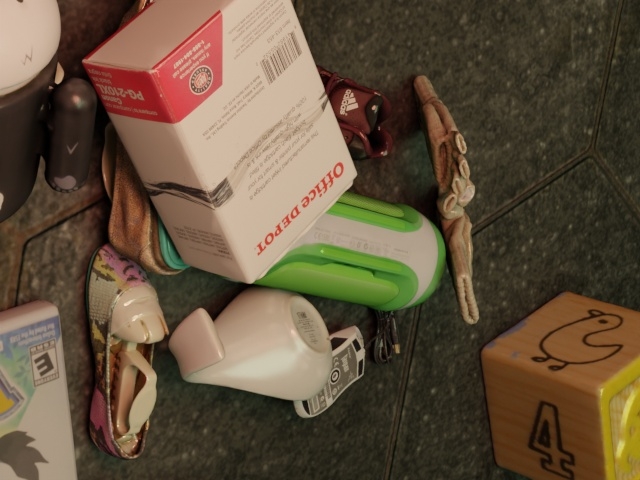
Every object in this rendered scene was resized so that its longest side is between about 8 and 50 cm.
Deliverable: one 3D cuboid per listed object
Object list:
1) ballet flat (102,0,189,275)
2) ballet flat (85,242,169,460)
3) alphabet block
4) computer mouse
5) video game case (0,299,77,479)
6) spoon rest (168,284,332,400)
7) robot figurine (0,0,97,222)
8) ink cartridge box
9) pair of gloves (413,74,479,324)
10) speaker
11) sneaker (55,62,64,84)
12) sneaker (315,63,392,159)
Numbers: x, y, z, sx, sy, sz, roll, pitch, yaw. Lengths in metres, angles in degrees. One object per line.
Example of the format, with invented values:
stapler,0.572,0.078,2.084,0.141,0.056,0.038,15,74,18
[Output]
ballet flat,-0.164,-0.125,1.398,0.108,0.106,0.316,-6,106,-49
ballet flat,-0.188,0.113,1.464,0.077,0.079,0.221,-7,106,-41
alphabet block,0.348,0.205,1.921,0.192,0.197,0.193,-31,122,-34
computer mouse,0.021,0.131,1.699,0.193,0.042,0.106,-35,128,-39
video game case,-0.370,0.239,1.356,0.329,0.036,0.299,-19,115,-39
spoon rest,-0.072,0.106,1.530,0.276,0.084,0.137,5,58,-63
robot figurine,-0.300,-0.117,1.184,0.209,0.173,0.278,-5,139,-25
ink cartridge box,-0.083,-0.107,1.334,0.172,0.100,0.237,-46,131,-30
pair of gloves,0.151,-0.049,1.675,0.042,0.204,0.240,-10,115,1
speaker,0.000,0.000,1.578,0.297,0.131,0.131,13,92,-45
sneaker,-0.288,-0.197,1.272,0.064,0.086,0.192,-52,131,-20
sneaker,-0.018,-0.166,1.486,0.281,0.162,0.106,36,77,-44
